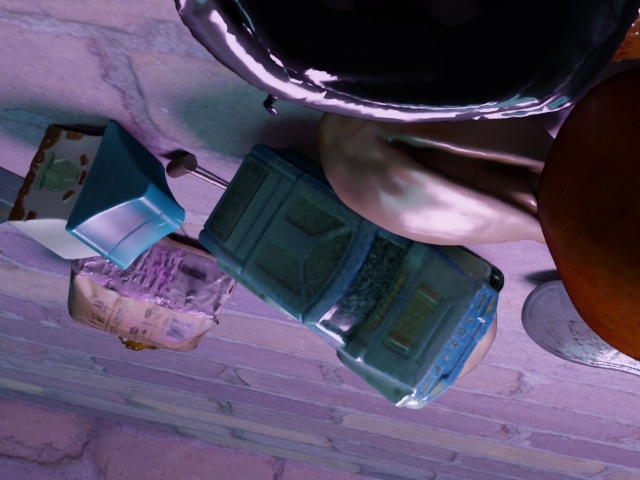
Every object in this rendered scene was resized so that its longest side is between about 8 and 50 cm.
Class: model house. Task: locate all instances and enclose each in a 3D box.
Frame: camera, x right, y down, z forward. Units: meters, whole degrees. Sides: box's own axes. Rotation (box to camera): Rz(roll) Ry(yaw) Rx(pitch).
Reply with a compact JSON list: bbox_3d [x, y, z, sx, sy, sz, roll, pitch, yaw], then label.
[{"bbox_3d":[-0.224,-0.046,0.940,0.149,0.127,0.100,5,157,27],"label":"model house"}]

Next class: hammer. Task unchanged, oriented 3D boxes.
[{"bbox_3d":[-0.114,-0.064,0.985,0.110,0.019,0.035,23,157,-37],"label":"hammer"}]

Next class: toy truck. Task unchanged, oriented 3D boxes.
[{"bbox_3d":[0.025,0.027,0.826,0.279,0.155,0.156,35,-176,35],"label":"toy truck"}]

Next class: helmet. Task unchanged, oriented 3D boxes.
[{"bbox_3d":[0.058,-0.197,0.349,0.225,0.177,0.305,15,133,-24],"label":"helmet"}]

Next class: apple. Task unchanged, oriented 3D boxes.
[{"bbox_3d":[0.267,-0.010,0.617,0.234,0.234,0.234,11,158,5],"label":"apple"}]

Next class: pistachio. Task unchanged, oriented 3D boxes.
[{"bbox_3d":[0.100,-0.062,0.718,0.215,0.143,0.144,18,158,-23],"label":"pistachio"}]

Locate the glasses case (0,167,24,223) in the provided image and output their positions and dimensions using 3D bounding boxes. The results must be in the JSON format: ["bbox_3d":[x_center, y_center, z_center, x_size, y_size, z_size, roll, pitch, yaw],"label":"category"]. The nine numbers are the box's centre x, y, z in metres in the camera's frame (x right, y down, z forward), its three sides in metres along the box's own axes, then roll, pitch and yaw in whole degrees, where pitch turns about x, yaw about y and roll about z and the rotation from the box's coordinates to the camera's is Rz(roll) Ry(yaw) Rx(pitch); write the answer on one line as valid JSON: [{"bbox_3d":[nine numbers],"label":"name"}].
[{"bbox_3d":[-0.442,-0.052,1.162,0.078,0.039,0.184,28,153,-33],"label":"glasses case"}]

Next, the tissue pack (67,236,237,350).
[{"bbox_3d":[-0.241,0.077,1.254,0.215,0.123,0.256,20,156,-10],"label":"tissue pack"}]

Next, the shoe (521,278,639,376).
[{"bbox_3d":[0.360,0.102,1.029,0.251,0.103,0.100,20,-156,19],"label":"shoe"}]

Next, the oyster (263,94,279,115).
[{"bbox_3d":[-0.079,-0.183,0.492,0.337,0.133,0.198,34,173,-34],"label":"oyster"}]

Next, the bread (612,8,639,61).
[{"bbox_3d":[0.198,-0.161,0.453,0.132,0.103,0.172,31,155,-30],"label":"bread"}]

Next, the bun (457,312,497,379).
[{"bbox_3d":[0.115,0.085,1.073,0.179,0.127,0.193,19,146,-14],"label":"bun"}]

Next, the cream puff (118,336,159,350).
[{"bbox_3d":[-0.272,0.134,1.445,0.122,0.094,0.116,28,151,-23],"label":"cream puff"}]
